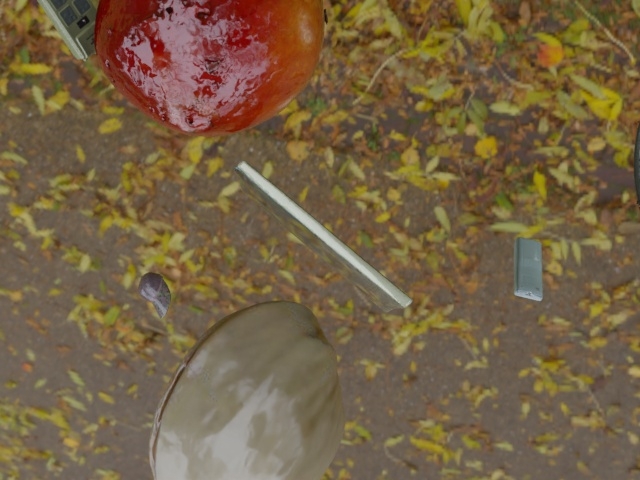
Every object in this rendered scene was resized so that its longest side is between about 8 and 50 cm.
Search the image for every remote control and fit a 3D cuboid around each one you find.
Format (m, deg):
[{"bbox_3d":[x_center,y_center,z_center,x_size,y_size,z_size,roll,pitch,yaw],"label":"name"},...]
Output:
[{"bbox_3d":[0.442,0.057,1.813,0.061,0.162,0.029,12,134,0],"label":"remote control"}]

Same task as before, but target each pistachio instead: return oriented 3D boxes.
[{"bbox_3d":[-0.120,0.320,1.536,0.365,0.446,0.281,22,-177,-33],"label":"pistachio"}]

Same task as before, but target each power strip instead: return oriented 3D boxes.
[{"bbox_3d":[-0.392,-0.361,1.350,0.028,0.076,0.169,6,139,41],"label":"power strip"}]

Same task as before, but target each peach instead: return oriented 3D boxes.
[{"bbox_3d":[-0.168,-0.335,1.335,0.370,0.370,0.370,7,135,8],"label":"peach"}]

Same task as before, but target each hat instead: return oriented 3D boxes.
[{"bbox_3d":[-0.292,0.094,1.484,0.042,0.087,0.058,1,150,-33],"label":"hat"}]

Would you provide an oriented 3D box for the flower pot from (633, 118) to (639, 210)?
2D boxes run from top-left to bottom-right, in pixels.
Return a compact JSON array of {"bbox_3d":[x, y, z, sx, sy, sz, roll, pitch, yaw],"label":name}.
[{"bbox_3d":[0.439,-0.093,0.876,0.140,0.235,0.235,6,136,-8],"label":"flower pot"}]

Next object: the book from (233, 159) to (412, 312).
[{"bbox_3d":[0.000,0.000,1.560,0.379,0.031,0.264,40,173,3],"label":"book"}]
